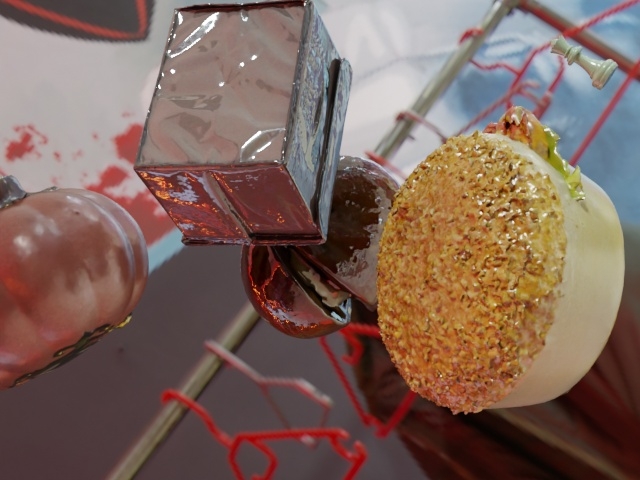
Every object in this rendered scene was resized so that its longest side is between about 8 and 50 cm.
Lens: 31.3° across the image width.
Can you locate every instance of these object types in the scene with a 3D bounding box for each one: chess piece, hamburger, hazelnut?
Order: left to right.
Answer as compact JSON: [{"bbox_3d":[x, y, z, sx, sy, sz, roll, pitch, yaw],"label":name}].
[{"bbox_3d":[0.000,0.000,1.490,0.251,0.217,0.217,-47,-8,3],"label":"hazelnut"},{"bbox_3d":[0.161,0.027,1.133,0.276,0.179,0.294,-34,47,54],"label":"hamburger"},{"bbox_3d":[0.344,-0.240,1.516,0.042,0.093,0.042,-51,-14,-18],"label":"chess piece"}]

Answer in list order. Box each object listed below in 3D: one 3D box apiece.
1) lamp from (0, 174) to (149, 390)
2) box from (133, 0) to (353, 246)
[{"bbox_3d":[-0.368,0.045,1.420,0.305,0.239,0.305,-33,-2,-1],"label":"lamp"},{"bbox_3d":[-0.081,-0.137,1.288,0.153,0.188,0.252,61,-147,-53],"label":"box"}]
